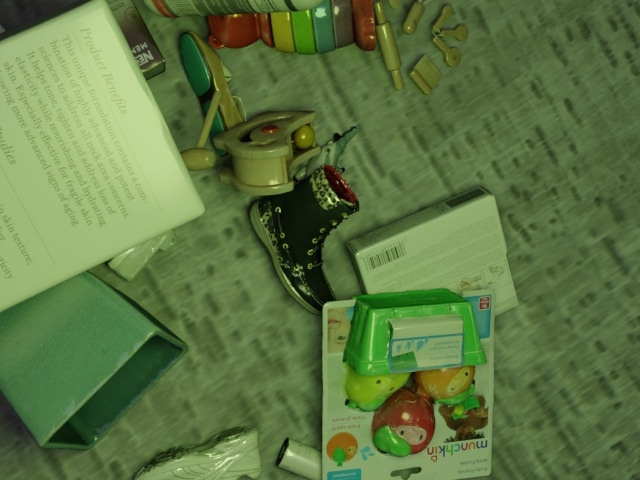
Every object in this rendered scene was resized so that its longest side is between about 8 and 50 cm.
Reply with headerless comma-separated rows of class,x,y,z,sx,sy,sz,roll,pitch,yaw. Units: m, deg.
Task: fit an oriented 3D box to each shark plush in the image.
shark plush,0.015,-0.137,1.750,0.067,0.073,0.161,40,64,-27

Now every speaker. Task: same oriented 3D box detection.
speaker,-0.006,0.400,1.721,0.136,0.055,0.055,23,86,-8

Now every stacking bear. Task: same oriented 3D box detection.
stacking bear,-0.055,-0.397,1.678,0.289,0.164,0.175,-5,86,2

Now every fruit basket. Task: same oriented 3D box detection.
fruit basket,0.160,0.266,1.680,0.327,0.165,0.353,-3,95,-17

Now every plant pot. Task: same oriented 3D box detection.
plant pot,-0.409,0.165,1.579,0.252,0.248,0.247,42,83,12

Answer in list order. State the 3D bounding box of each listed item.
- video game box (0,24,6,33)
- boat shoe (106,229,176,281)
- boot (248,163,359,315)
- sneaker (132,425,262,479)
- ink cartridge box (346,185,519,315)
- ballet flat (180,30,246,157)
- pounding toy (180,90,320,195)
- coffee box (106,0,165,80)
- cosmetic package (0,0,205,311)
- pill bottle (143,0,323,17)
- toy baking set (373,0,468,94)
video game box,-0.622,-0.350,1.583,0.205,0.187,0.048,50,42,-2
boat shoe,-0.287,-0.005,1.684,0.184,0.066,0.063,-47,110,-9
boot,-0.001,0.000,1.673,0.179,0.085,0.236,-31,90,30
sneaker,-0.206,0.408,1.676,0.232,0.090,0.115,-16,95,-8
ink cartridge box,0.210,0.061,1.760,0.275,0.060,0.238,-23,117,-8
ballet flat,-0.182,-0.260,1.708,0.073,0.080,0.232,-20,95,-36
pounding toy,-0.097,-0.173,1.603,0.269,0.154,0.154,-35,127,-47
coffee box,-0.404,-0.301,1.650,0.247,0.098,0.141,-28,93,-8
cosmetic package,-0.429,-0.128,1.410,0.394,0.327,0.329,-26,109,-9
pill bottle,-0.097,-0.462,1.513,0.363,0.210,0.210,0,89,14
toy baking set,0.175,-0.394,1.739,0.197,0.030,0.256,-34,116,-27
